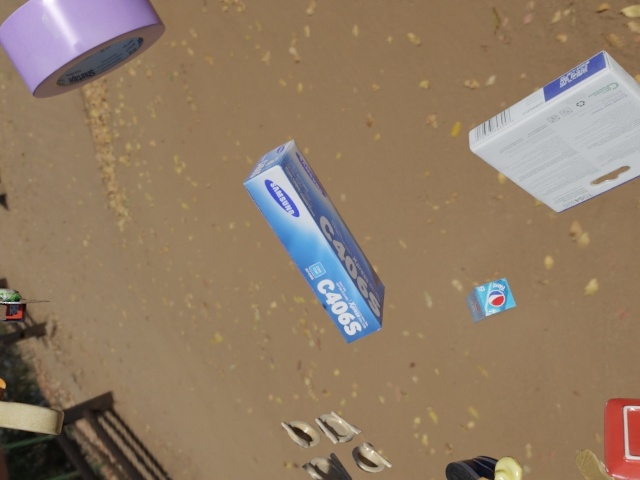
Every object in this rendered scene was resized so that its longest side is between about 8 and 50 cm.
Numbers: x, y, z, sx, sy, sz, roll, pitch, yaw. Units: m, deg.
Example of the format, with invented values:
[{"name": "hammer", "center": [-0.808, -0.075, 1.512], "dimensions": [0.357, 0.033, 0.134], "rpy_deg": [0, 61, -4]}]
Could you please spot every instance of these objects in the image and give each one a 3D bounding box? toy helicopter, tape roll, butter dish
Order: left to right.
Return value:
[{"name": "toy helicopter", "center": [-0.540, 0.249, 0.990], "dimensions": [0.235, 0.355, 0.140], "rpy_deg": [75, -157, -66]}, {"name": "tape roll", "center": [-0.298, -0.260, 0.853], "dimensions": [0.189, 0.189, 0.080], "rpy_deg": [-15, 107, 56]}, {"name": "butter dish", "center": [0.523, 0.332, 1.032], "dimensions": [0.160, 0.160, 0.118], "rpy_deg": [-4, 123, 24]}]

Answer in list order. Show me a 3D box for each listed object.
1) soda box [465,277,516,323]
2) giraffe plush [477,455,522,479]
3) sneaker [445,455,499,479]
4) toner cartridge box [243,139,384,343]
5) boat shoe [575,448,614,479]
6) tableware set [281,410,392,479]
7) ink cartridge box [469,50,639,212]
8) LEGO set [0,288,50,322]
[{"name": "soda box", "center": [0.383, 0.140, 1.536], "dimensions": [0.210, 0.071, 0.067], "rpy_deg": [63, -172, -78]}, {"name": "giraffe plush", "center": [0.226, 0.332, 0.703], "dimensions": [0.171, 0.181, 0.210], "rpy_deg": [20, 139, 54]}, {"name": "sneaker", "center": [0.488, 0.704, 1.851], "dimensions": [0.282, 0.153, 0.099], "rpy_deg": [44, 121, 38]}, {"name": "toner cartridge box", "center": [0.000, 0.000, 1.221], "dimensions": [0.075, 0.165, 0.347], "rpy_deg": [-27, 108, 17]}, {"name": "boat shoe", "center": [0.613, 0.531, 1.455], "dimensions": [0.063, 0.059, 0.170], "rpy_deg": [-43, 30, 23]}, {"name": "tableware set", "center": [0.021, 0.321, 1.050], "dimensions": [0.141, 0.169, 0.020], "rpy_deg": [39, 114, 36]}, {"name": "ink cartridge box", "center": [0.547, -0.213, 1.436], "dimensions": [0.324, 0.330, 0.071], "rpy_deg": [-30, 46, 40]}, {"name": "LEGO set", "center": [-0.302, 0.061, 0.481], "dimensions": [0.244, 0.183, 0.060], "rpy_deg": [150, 123, -83]}]
